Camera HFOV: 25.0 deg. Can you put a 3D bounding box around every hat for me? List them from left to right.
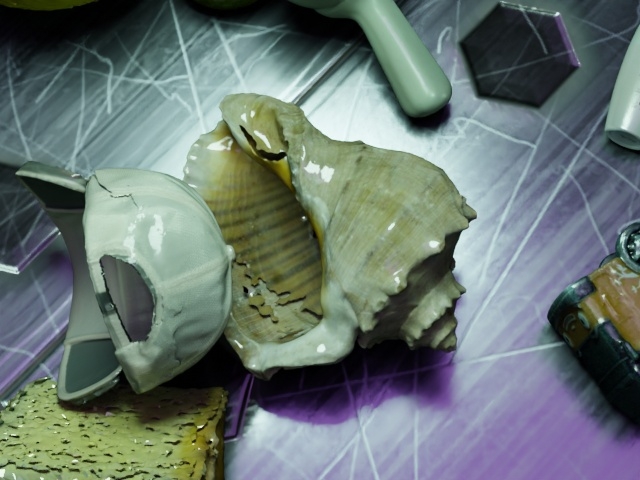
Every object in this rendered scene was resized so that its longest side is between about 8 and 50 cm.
[{"bbox_3d":[-0.185,0.032,1.358,0.161,0.275,0.232,-9,93,-34],"label":"hat"}]

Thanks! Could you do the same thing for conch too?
[{"bbox_3d":[0.006,0.005,1.393,0.263,0.186,0.324,-43,57,5],"label":"conch"}]

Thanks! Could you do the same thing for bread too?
[{"bbox_3d":[-0.191,0.304,1.362,0.248,0.279,0.315,5,115,4],"label":"bread"}]

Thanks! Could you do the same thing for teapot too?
[{"bbox_3d":[0.036,-0.296,1.484,0.149,0.318,0.220,-8,45,32],"label":"teapot"}]

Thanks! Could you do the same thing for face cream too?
[{"bbox_3d":[0.351,-0.182,1.502,0.072,0.051,0.182,23,76,10],"label":"face cream"}]

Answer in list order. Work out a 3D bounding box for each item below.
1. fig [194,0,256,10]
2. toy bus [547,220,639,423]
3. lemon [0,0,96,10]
[{"bbox_3d":[-0.101,-0.321,1.508,0.123,0.156,0.123,1,67,-2],"label":"fig"},{"bbox_3d":[0.371,0.044,1.387,0.275,0.138,0.167,-30,76,-10],"label":"toy bus"},{"bbox_3d":[-0.278,-0.364,1.454,0.268,0.322,0.268,11,73,-37],"label":"lemon"}]
